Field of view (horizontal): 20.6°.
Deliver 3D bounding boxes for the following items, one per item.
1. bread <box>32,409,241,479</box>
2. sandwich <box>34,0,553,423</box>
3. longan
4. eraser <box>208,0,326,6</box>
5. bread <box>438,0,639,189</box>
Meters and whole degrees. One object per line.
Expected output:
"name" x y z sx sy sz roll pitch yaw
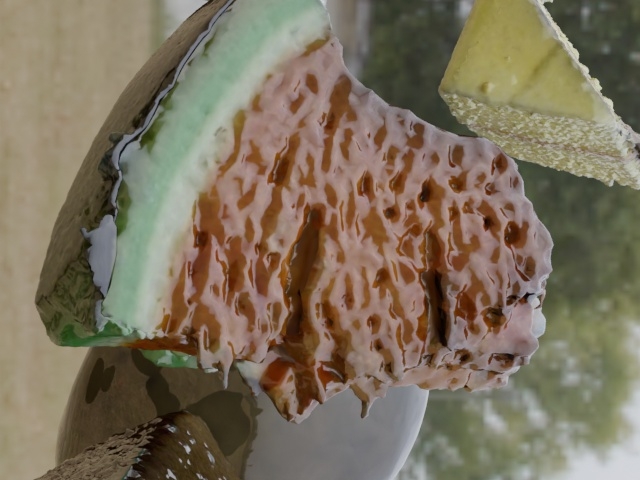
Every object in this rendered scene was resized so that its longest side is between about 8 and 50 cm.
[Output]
"bread" -0.150 0.211 1.040 0.113 0.165 0.416 64 8 -5
"sandwich" 0.000 0.000 1.059 0.250 0.301 0.162 -69 -167 -18
"longan" -0.068 0.128 1.418 0.350 0.288 0.288 -56 -167 17
"eraser" -0.043 -0.302 1.201 0.081 0.124 0.279 -7 109 -48
"bread" 0.176 -0.123 1.408 0.266 0.142 0.178 37 36 -72
